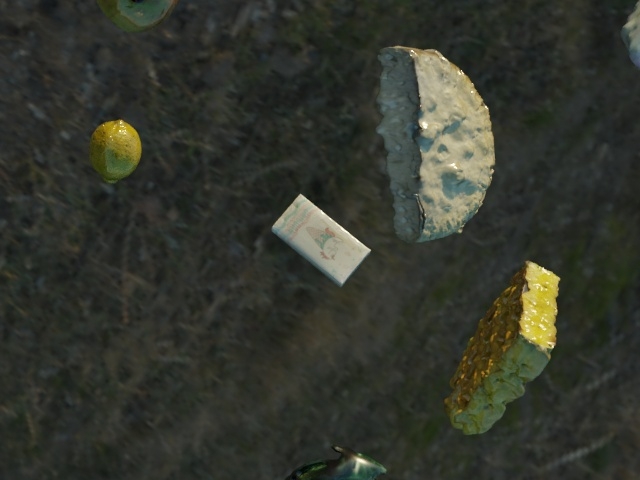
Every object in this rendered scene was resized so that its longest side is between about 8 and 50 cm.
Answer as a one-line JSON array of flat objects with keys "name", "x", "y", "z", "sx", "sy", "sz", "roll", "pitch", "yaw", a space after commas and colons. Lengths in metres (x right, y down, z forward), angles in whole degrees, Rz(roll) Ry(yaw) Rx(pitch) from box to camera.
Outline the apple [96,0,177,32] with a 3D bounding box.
[{"name": "apple", "x": -0.162, "y": -0.222, "z": 1.266, "sx": 0.071, "sy": 0.084, "sz": 0.084, "roll": -36, "pitch": 130, "yaw": 2}]

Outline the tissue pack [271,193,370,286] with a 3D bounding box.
[{"name": "tissue pack", "x": 0.000, "y": 0.000, "z": 1.697, "sx": 0.056, "sy": 0.108, "sz": 0.023, "roll": -51, "pitch": 171, "yaw": -8}]

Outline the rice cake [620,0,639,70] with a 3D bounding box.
[{"name": "rice cake", "x": 0.189, "y": -0.132, "z": 0.492, "sx": 0.085, "sy": 0.040, "sz": 0.226, "roll": 28, "pitch": 106, "yaw": -22}]

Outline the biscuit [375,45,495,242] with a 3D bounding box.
[{"name": "biscuit", "x": 0.174, "y": -0.147, "z": 2.111, "sx": 0.179, "sy": 0.084, "sz": 0.281, "roll": -13, "pitch": 98, "yaw": -32}]

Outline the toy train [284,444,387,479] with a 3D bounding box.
[{"name": "toy train", "x": 0.052, "y": 0.257, "z": 0.905, "sx": 0.300, "sy": 0.120, "sz": 0.202, "roll": 23, "pitch": 125, "yaw": -9}]

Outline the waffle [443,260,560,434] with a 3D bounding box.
[{"name": "waffle", "x": 0.212, "y": 0.149, "z": 1.770, "sx": 0.055, "sy": 0.160, "sz": 0.211, "roll": 27, "pitch": 123, "yaw": -7}]

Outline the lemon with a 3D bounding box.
[{"name": "lemon", "x": -0.242, "y": -0.104, "z": 1.723, "sx": 0.062, "sy": 0.062, "sz": 0.083, "roll": -5, "pitch": 120, "yaw": -37}]
